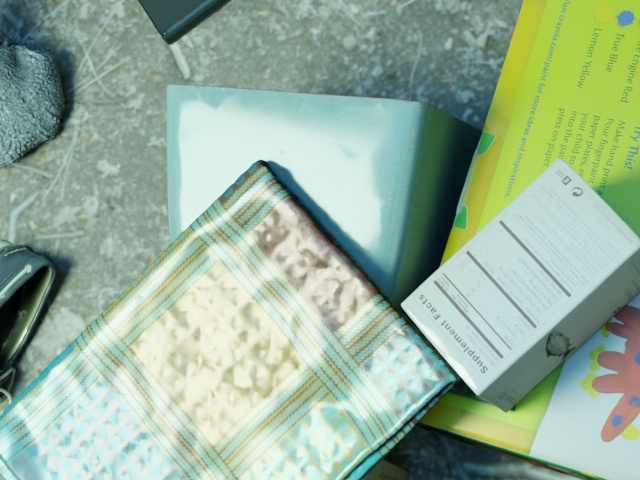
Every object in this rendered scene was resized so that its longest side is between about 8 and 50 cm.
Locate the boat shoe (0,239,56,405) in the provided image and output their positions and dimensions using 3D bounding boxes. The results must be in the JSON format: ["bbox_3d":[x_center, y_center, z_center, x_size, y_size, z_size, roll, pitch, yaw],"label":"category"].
[{"bbox_3d":[-0.355,0.123,1.598,0.079,0.095,0.254,18,72,33],"label":"boat shoe"}]

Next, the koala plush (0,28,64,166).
[{"bbox_3d":[-0.399,-0.180,1.622,0.203,0.221,0.196,15,80,21],"label":"koala plush"}]

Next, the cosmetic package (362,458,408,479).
[{"bbox_3d":[-0.032,0.333,1.395,0.113,0.160,0.309,13,81,22],"label":"cosmetic package"}]

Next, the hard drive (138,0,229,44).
[{"bbox_3d":[-0.137,-0.289,1.674,0.135,0.022,0.094,-35,68,6],"label":"hard drive"}]

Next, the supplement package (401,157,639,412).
[{"bbox_3d":[0.174,0.040,1.262,0.179,0.105,0.105,-43,67,5],"label":"supplement package"}]

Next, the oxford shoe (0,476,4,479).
[{"bbox_3d":[-0.273,0.214,1.521,0.123,0.130,0.348,31,86,23],"label":"oxford shoe"}]

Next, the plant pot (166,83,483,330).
[{"bbox_3d":[0.000,0.000,1.439,0.247,0.247,0.252,6,88,19],"label":"plant pot"}]

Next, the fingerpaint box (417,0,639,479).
[{"bbox_3d":[0.317,0.006,1.367,0.371,0.163,0.445,14,81,22],"label":"fingerpaint box"}]

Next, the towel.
[{"bbox_3d":[-0.097,0.149,1.320,0.370,0.040,0.271,-45,76,11],"label":"towel"}]
